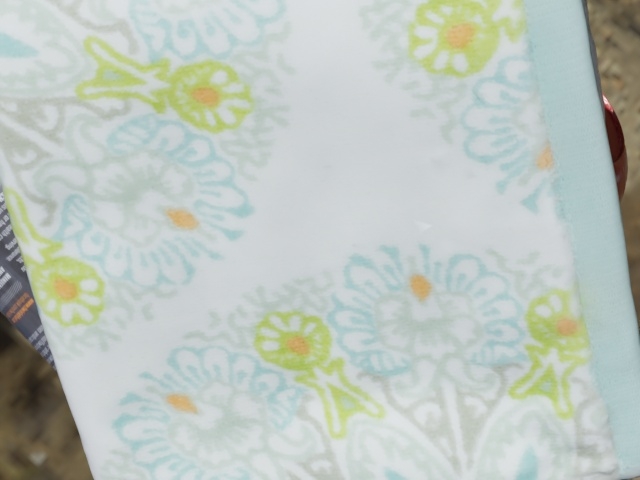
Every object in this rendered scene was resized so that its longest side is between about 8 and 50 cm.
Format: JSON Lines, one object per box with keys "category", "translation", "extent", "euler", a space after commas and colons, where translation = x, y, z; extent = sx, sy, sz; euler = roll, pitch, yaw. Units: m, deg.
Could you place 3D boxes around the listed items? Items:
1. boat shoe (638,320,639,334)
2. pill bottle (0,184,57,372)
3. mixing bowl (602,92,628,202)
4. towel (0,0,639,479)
{"category": "boat shoe", "translation": [0.247, 0.078, 1.326], "extent": [0.078, 0.070, 0.219], "euler": [57, -176, 9]}
{"category": "pill bottle", "translation": [-0.116, 0.046, 1.213], "extent": [0.246, 0.130, 0.130], "euler": [48, 151, -2]}
{"category": "mixing bowl", "translation": [0.120, -0.054, 1.158], "extent": [0.181, 0.181, 0.098], "euler": [44, 124, -6]}
{"category": "towel", "translation": [0.000, 0.000, 1.005], "extent": [0.320, 0.090, 0.374], "euler": [-7, 119, 10]}
